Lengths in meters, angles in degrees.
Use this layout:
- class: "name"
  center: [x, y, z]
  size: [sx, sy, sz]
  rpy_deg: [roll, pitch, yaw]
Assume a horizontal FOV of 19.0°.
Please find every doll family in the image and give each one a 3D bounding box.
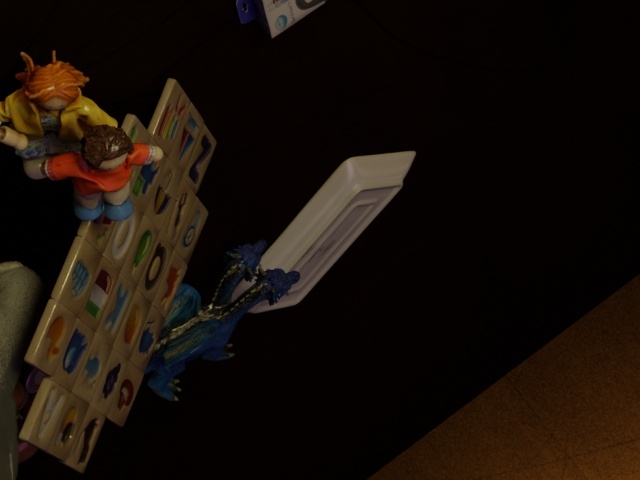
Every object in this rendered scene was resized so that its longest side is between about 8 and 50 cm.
- class: "doll family"
  center: [-0.260, -0.076, 1.487]
  size: [0.263, 0.118, 0.163]
  rpy_deg: [-14, 162, -12]

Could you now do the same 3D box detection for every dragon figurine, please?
- class: "dragon figurine"
  center: [-0.156, 0.102, 2.080]
  size: [0.289, 0.085, 0.144]
  rpy_deg: [-30, 160, -23]

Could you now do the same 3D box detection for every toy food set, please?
- class: "toy food set"
  center: [-0.313, 0.179, 1.998]
  size: [0.128, 0.071, 0.218]
  rpy_deg: [-34, 161, -11]

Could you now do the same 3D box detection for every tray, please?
- class: "tray"
  center: [0.000, 0.000, 2.212]
  size: [0.145, 0.030, 0.270]
  rpy_deg: [-8, 145, -54]

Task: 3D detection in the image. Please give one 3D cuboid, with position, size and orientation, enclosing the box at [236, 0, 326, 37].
- class: "box"
  center: [-0.011, -0.229, 1.665]
  size: [0.136, 0.028, 0.081]
  rpy_deg: [-37, 161, -7]

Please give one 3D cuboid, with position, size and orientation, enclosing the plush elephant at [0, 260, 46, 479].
- class: "plush elephant"
  center: [-0.388, 0.186, 1.609]
  size: [0.255, 0.272, 0.330]
  rpy_deg: [1, -165, 10]

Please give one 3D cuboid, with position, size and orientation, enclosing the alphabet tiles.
- class: "alphabet tiles"
  center: [-0.177, 0.036, 1.727]
  size: [0.285, 0.011, 0.342]
  rpy_deg: [59, 51, -72]
